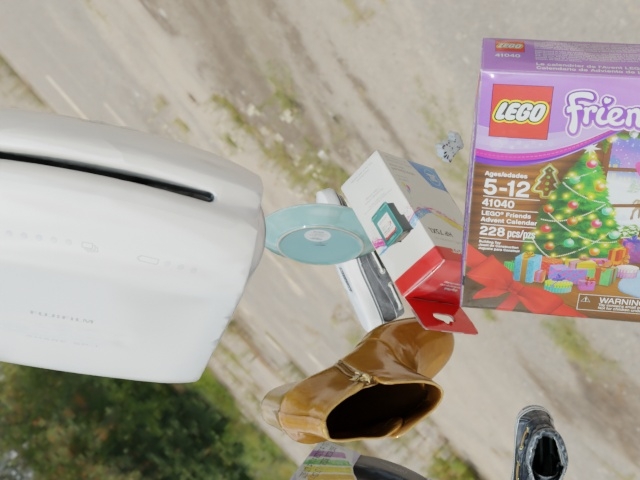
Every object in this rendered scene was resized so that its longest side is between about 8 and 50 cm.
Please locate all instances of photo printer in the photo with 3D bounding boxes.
[{"bbox_3d":[-0.180,0.012,0.709,0.256,0.107,0.307,11,155,-11],"label":"photo printer"}]

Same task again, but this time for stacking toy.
[{"bbox_3d":[0.307,-0.090,1.662,0.167,0.052,0.221,22,152,51],"label":"stacking toy"}]

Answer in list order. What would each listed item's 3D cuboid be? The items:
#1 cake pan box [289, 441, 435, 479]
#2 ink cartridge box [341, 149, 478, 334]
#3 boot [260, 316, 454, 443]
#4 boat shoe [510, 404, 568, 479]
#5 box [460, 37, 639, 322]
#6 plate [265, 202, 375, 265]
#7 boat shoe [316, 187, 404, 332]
[{"bbox_3d":[0.072,0.385,1.326,0.245,0.070,0.267,20,-166,13],"label":"cake pan box"},{"bbox_3d":[0.136,0.004,1.215,0.134,0.078,0.231,11,-137,-49],"label":"ink cartridge box"},{"bbox_3d":[0.089,0.166,1.105,0.211,0.295,0.104,-8,100,62],"label":"boot"},{"bbox_3d":[0.268,0.301,1.174,0.083,0.065,0.183,-86,-10,-78],"label":"boat shoe"},{"bbox_3d":[0.250,-0.032,0.664,0.293,0.057,0.201,4,126,8],"label":"box"},{"bbox_3d":[0.000,0.000,1.397,0.188,0.024,0.188,2,154,1],"label":"plate"},{"bbox_3d":[0.083,0.028,1.847,0.301,0.102,0.108,67,166,-12],"label":"boat shoe"}]
